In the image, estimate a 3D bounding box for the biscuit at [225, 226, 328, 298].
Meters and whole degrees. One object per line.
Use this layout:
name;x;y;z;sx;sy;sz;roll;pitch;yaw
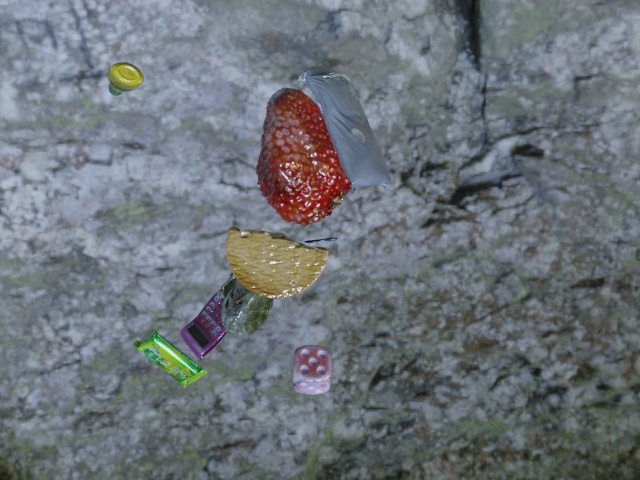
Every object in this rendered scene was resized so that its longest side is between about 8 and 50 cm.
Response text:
biscuit;-0.100;0.054;1.454;0.224;0.145;0.033;11;178;3

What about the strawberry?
strawberry;-0.050;-0.228;1.769;0.267;0.352;0.312;-9;-155;11

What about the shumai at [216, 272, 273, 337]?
shumai;-0.213;0.149;1.739;0.141;0.184;0.184;25;-156;22

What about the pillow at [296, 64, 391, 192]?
pillow;0.057;-0.208;1.223;0.059;0.255;0.169;-28;169;28

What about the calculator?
calculator;-0.310;0.240;1.928;0.126;0.190;0.034;39;176;40

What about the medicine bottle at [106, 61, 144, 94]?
medicine bottle;-0.586;-0.470;1.982;0.094;0.064;0.260;17;176;-24

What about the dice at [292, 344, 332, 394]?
dice;-0.020;0.306;1.589;0.091;0.093;0.094;4;-125;0

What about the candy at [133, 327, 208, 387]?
candy;-0.373;0.294;1.669;0.102;0.178;0.032;-29;-155;37

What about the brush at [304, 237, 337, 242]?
brush;0.000;0.000;1.658;0.083;0.008;0.024;-7;-176;6
